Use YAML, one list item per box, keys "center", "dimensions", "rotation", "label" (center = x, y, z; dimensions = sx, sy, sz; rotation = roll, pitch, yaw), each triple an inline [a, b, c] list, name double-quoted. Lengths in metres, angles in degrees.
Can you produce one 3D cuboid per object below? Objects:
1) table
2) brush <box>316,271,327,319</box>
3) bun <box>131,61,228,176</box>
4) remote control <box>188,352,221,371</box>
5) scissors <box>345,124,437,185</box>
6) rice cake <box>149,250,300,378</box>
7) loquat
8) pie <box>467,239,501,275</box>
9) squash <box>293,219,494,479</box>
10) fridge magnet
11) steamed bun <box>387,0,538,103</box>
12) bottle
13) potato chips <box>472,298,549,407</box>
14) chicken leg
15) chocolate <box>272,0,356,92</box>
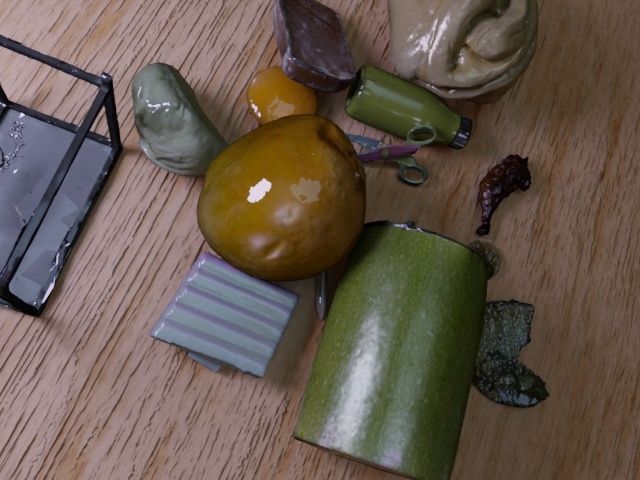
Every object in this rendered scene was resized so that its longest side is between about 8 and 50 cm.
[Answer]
- center: [-0.470, -0.091, 0.849]
  dimensions: [0.222, 0.272, 0.335]
  rotation: [22, 71, -11]
  label: "table"
- center: [0.000, 0.000, 1.096]
  dimensions: [0.042, 0.039, 0.299]
  rotation: [4, 78, -12]
  label: "brush"
- center: [-0.258, -0.199, 1.009]
  dimensions: [0.126, 0.204, 0.212]
  rotation: [-32, 51, 3]
  label: "bun"
- center: [-0.166, 0.145, 1.009]
  dimensions: [0.061, 0.029, 0.162]
  rotation: [33, 65, -8]
  label: "remote control"
- center: [0.134, -0.176, 1.151]
  dimensions: [0.187, 0.134, 0.020]
  rotation: [6, 32, -4]
  label: "scissors"
- center: [-0.155, 0.127, 0.982]
  dimensions: [0.198, 0.037, 0.189]
  rotation: [31, 65, -7]
  label: "rice cake"
- center: [-0.061, -0.074, 0.959]
  dimensions: [0.283, 0.276, 0.276]
  rotation: [-5, 76, 16]
  label: "loquat"
- center: [0.335, 0.039, 1.188]
  dimensions: [0.084, 0.020, 0.084]
  rotation: [4, 75, -15]
  label: "pie"
- center: [0.130, 0.182, 0.965]
  dimensions: [0.263, 0.263, 0.385]
  rotation: [22, 71, -10]
  label: "squash"
- center: [-0.074, -0.273, 1.124]
  dimensions: [0.143, 0.063, 0.143]
  rotation: [4, 74, -14]
  label: "fridge magnet"
- center: [0.306, -0.445, 1.160]
  dimensions: [0.372, 0.230, 0.325]
  rotation: [-20, 77, -41]
  label: "steamed bun"
- center: [0.184, -0.260, 1.170]
  dimensions: [0.260, 0.112, 0.112]
  rotation: [19, 72, -11]
  label: "bottle"
- center: [0.373, 0.229, 1.151]
  dimensions: [0.202, 0.029, 0.220]
  rotation: [-19, 80, -19]
  label: "potato chips"
- center: [0.382, -0.107, 1.224]
  dimensions: [0.089, 0.048, 0.219]
  rotation: [44, 69, 1]
  label: "chicken leg"
- center: [-0.026, -0.375, 1.124]
  dimensions: [0.156, 0.080, 0.254]
  rotation: [13, 49, -31]
  label: "chocolate"
